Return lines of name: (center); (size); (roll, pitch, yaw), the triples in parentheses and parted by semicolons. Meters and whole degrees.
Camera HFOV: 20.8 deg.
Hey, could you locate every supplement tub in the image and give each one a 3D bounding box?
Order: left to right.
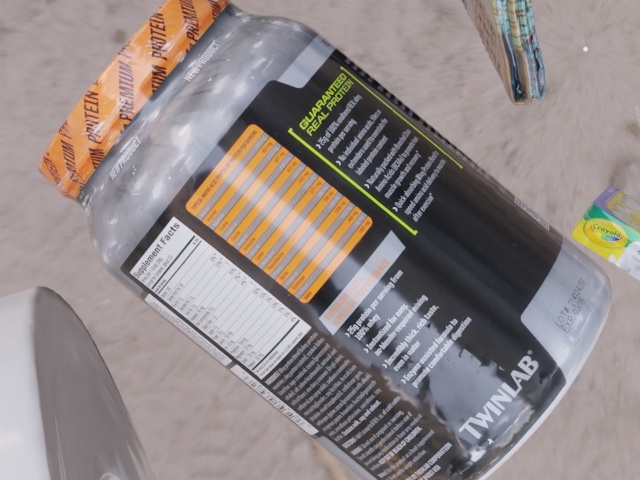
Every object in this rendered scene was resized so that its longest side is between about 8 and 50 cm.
supplement tub: (0.000, 0.000, 1.042); (0.316, 0.193, 0.193); (40, 100, -3)

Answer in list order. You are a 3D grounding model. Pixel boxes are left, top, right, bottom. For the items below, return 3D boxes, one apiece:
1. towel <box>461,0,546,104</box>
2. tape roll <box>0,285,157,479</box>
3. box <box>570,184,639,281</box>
towel: (0.101, -0.314, 1.265); (0.040, 0.271, 0.370); (-13, 121, 1)
tape roll: (-0.091, 0.161, 0.559); (0.100, 0.286, 0.286); (-18, 93, -1)
box: (0.313, 0.021, 1.535); (0.179, 0.105, 0.043); (35, 109, 8)
